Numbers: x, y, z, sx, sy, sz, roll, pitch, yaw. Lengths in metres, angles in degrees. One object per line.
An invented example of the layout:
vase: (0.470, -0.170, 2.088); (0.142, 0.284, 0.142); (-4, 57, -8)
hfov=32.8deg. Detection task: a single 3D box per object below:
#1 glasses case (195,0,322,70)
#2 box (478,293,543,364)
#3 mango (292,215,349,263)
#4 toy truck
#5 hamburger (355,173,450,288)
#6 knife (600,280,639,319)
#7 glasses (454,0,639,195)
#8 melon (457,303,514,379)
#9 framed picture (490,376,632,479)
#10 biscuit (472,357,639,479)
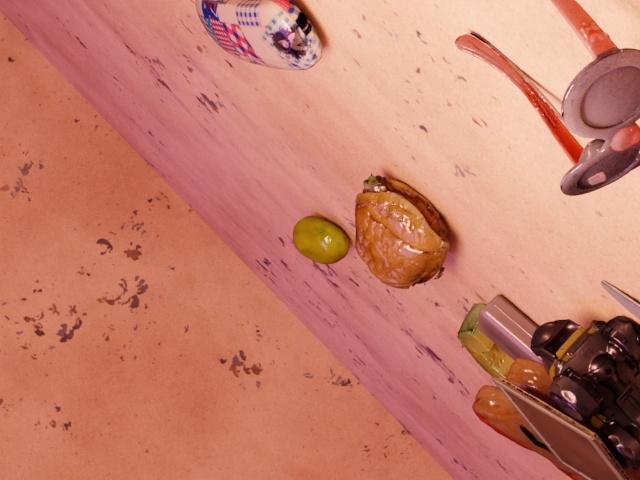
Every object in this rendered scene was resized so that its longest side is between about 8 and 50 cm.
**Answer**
glasses case: (-0.103, -0.336, 1.701); (0.327, 0.076, 0.125); (25, 154, 56)
box: (0.374, 0.197, 1.843); (0.244, 0.055, 0.103); (42, 167, 20)
mango: (0.003, 0.004, 2.380); (0.117, 0.089, 0.163); (54, 165, -31)
toy truck: (0.410, 0.211, 1.568); (0.224, 0.147, 0.165); (46, 170, -16)
hamburger: (0.132, -0.007, 1.844); (0.183, 0.130, 0.206); (39, 163, 20)
knife: (0.461, 0.122, 1.403); (0.063, 0.034, 0.260); (48, 175, -38)
glasses: (0.241, -0.194, 1.115); (0.268, 0.118, 0.234); (63, 178, 29)
melon: (0.318, 0.200, 2.034); (0.209, 0.064, 0.118); (50, 162, -27)
framed picture: (0.385, 0.312, 1.629); (0.217, 0.017, 0.274); (29, 165, 49)
biscuit: (0.425, 0.333, 1.818); (0.368, 0.076, 0.394); (32, 163, -5)
